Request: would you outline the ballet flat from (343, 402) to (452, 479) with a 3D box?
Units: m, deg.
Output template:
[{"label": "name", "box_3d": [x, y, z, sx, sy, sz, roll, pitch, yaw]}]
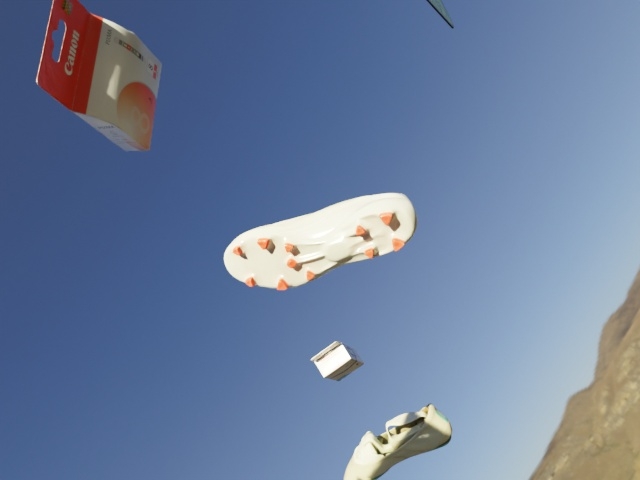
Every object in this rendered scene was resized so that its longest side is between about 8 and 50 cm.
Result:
[{"label": "ballet flat", "box_3d": [0.132, 0.391, 0.981, 0.248, 0.086, 0.086, -33, -31, 13]}]

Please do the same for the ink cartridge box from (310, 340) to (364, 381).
[{"label": "ink cartridge box", "box_3d": [0.025, 0.173, 0.723, 0.048, 0.028, 0.083, -37, -29, 6]}]

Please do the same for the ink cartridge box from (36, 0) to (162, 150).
[{"label": "ink cartridge box", "box_3d": [-0.274, -0.218, 0.656, 0.179, 0.045, 0.145, 56, -145, -72]}]

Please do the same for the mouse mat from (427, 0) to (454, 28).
[{"label": "mouse mat", "box_3d": [0.145, -0.429, 0.789, 0.007, 0.189, 0.153, -32, -30, 31]}]

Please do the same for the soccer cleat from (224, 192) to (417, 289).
[{"label": "soccer cleat", "box_3d": [0.000, 0.000, 0.501, 0.076, 0.196, 0.068, -64, -43, -64]}]
